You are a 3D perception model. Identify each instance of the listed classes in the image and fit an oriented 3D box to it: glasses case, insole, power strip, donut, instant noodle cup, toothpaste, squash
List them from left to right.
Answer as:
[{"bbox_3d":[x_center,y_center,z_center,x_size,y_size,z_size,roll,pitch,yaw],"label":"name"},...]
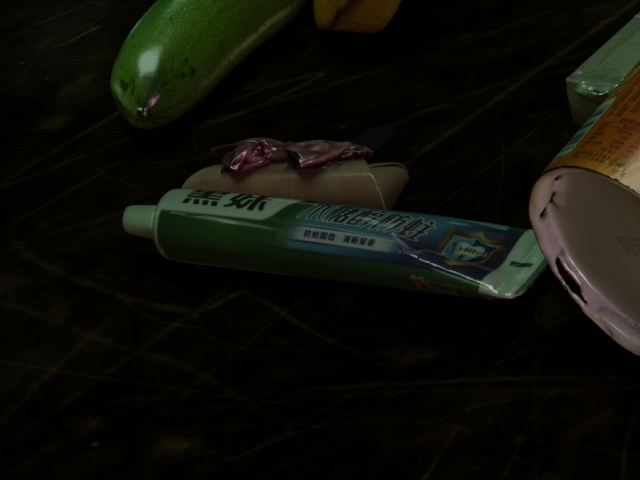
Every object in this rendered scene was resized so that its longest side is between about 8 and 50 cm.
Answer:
[{"bbox_3d":[-0.106,-0.229,1.952,0.107,0.107,0.395,4,34,31],"label":"squash"},{"bbox_3d":[-0.021,-0.064,1.630,0.193,0.070,0.102,0,33,24],"label":"glasses case"},{"bbox_3d":[0.000,0.000,1.517,0.392,0.061,0.099,6,31,30],"label":"toothpaste"},{"bbox_3d":[0.014,-0.068,1.702,0.053,0.002,0.153,10,36,39],"label":"insole"},{"bbox_3d":[0.052,-0.293,1.953,0.065,0.162,0.178,20,55,-21],"label":"donut"},{"bbox_3d":[0.310,-0.175,1.709,0.078,0.052,0.272,9,36,37],"label":"power strip"},{"bbox_3d":[0.267,-0.032,1.301,0.182,0.230,0.230,-40,36,-24],"label":"instant noodle cup"}]
